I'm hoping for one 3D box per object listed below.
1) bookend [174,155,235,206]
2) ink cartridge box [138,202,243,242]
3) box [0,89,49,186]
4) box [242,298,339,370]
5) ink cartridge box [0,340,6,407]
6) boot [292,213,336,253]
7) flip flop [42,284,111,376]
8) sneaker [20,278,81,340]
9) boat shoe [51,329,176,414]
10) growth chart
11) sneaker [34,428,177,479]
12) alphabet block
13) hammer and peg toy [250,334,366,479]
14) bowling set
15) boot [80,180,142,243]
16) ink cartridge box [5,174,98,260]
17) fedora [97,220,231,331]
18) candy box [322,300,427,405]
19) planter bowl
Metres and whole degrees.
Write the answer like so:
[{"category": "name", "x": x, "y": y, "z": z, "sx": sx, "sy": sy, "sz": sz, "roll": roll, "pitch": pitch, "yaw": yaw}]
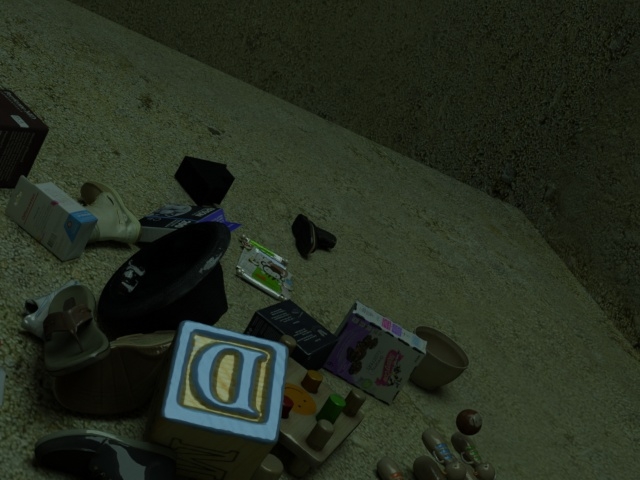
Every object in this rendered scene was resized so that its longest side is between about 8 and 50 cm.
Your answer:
[{"category": "bookend", "x": -0.305, "y": -0.157, "z": 2.632, "sx": 0.157, "sy": 0.072, "sz": 0.156, "roll": 8, "pitch": 32, "yaw": -48}, {"category": "ink cartridge box", "x": -0.321, "y": -0.038, "z": 2.232, "sx": 0.208, "sy": 0.045, "sz": 0.206, "roll": 7, "pitch": 19, "yaw": 19}, {"category": "box", "x": -0.752, "y": -0.230, "z": 2.050, "sx": 0.168, "sy": 0.167, "sz": 0.203, "roll": 41, "pitch": 23, "yaw": 23}, {"category": "box", "x": -0.069, "y": 0.223, "z": 2.074, "sx": 0.158, "sy": 0.093, "sz": 0.156, "roll": 37, "pitch": 21, "yaw": 18}, {"category": "ink cartridge box", "x": -0.598, "y": 0.188, "z": 1.491, "sx": 0.181, "sy": 0.056, "sz": 0.225, "roll": 22, "pitch": 25, "yaw": -25}, {"category": "boot", "x": 0.000, "y": 0.000, "z": 2.705, "sx": 0.137, "sy": 0.077, "sz": 0.198, "roll": 29, "pitch": 22, "yaw": -22}, {"category": "flip flop", "x": -0.424, "y": 0.139, "z": 1.574, "sx": 0.112, "sy": 0.080, "sz": 0.277, "roll": -20, "pitch": 30, "yaw": -6}, {"category": "sneaker", "x": -0.509, "y": 0.119, "z": 1.746, "sx": 0.082, "sy": 0.071, "sz": 0.191, "roll": 22, "pitch": 22, "yaw": -8}, {"category": "boat shoe", "x": -0.344, "y": 0.233, "z": 1.681, "sx": 0.110, "sy": 0.122, "sz": 0.341, "roll": 3, "pitch": 6, "yaw": 44}, {"category": "growth chart", "x": -0.143, "y": 0.075, "z": 2.410, "sx": 0.172, "sy": 0.021, "sz": 0.237, "roll": 28, "pitch": 22, "yaw": -12}, {"category": "sneaker", "x": -0.331, "y": 0.364, "z": 1.422, "sx": 0.222, "sy": 0.083, "sz": 0.118, "roll": 12, "pitch": 46, "yaw": -15}, {"category": "alphabet block", "x": -0.178, "y": 0.275, "z": 1.550, "sx": 0.193, "sy": 0.197, "sz": 0.192, "roll": 17, "pitch": 50, "yaw": -11}, {"category": "hammer and peg toy", "x": -0.080, "y": 0.323, "z": 1.786, "sx": 0.266, "sy": 0.127, "sz": 0.361, "roll": 36, "pitch": 21, "yaw": 13}, {"category": "bowling set", "x": 0.276, "y": 0.459, "z": 1.892, "sx": 0.287, "sy": 0.200, "sz": 0.154, "roll": 8, "pitch": 32, "yaw": -38}, {"category": "boot", "x": -0.528, "y": -0.067, "z": 2.126, "sx": 0.213, "sy": 0.077, "sz": 0.165, "roll": 44, "pitch": 26, "yaw": 27}, {"category": "ink cartridge box", "x": -0.575, "y": -0.052, "z": 1.982, "sx": 0.181, "sy": 0.104, "sz": 0.061, "roll": 37, "pitch": 21, "yaw": 14}, {"category": "fedora", "x": -0.284, "y": 0.101, "z": 1.873, "sx": 0.152, "sy": 0.334, "sz": 0.334, "roll": 57, "pitch": 11, "yaw": -23}, {"category": "candy box", "x": 0.122, "y": 0.261, "z": 2.150, "sx": 0.196, "sy": 0.165, "sz": 0.070, "roll": 30, "pitch": 21, "yaw": -3}, {"category": "planter bowl", "x": 0.278, "y": 0.306, "z": 2.341, "sx": 0.162, "sy": 0.109, "sz": 0.162, "roll": 28, "pitch": 21, "yaw": -12}]
